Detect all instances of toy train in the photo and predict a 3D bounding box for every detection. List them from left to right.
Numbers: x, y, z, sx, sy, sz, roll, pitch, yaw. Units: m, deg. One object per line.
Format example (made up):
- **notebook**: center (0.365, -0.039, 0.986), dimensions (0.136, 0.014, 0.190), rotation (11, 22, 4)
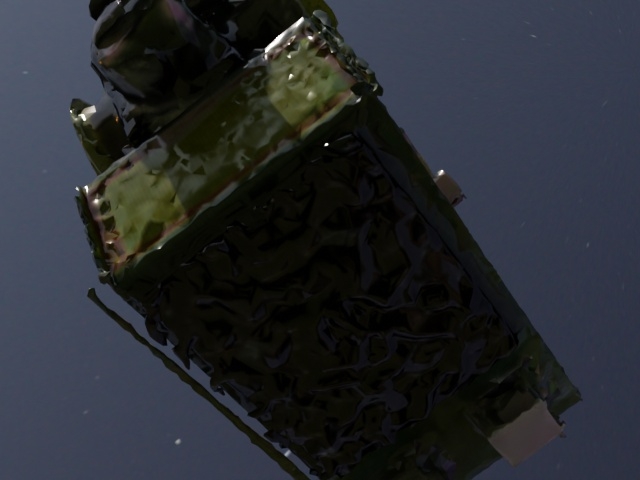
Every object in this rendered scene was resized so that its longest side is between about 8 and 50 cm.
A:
- **toy train**: center (0.000, 0.000, 0.456), dimensions (0.134, 0.177, 0.261), rotation (-37, -51, 3)
